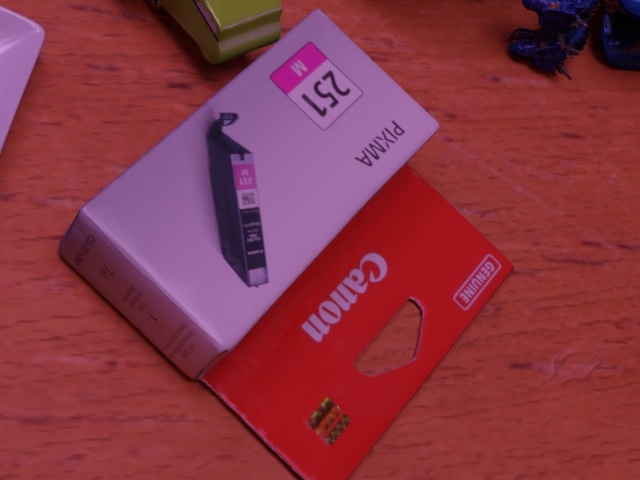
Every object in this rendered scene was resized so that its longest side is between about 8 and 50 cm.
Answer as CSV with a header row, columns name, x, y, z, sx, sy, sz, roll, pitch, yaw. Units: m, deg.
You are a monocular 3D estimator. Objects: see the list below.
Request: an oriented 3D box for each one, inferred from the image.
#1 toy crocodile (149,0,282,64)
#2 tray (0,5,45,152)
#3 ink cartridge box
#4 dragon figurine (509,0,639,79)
name,x,y,z,sx,sy,sz,roll,pitch,yaw
toy crocodile,-0.143,-0.273,1.013,0.115,0.105,0.340,-32,86,-38
tray,-0.271,-0.055,0.847,0.145,0.030,0.270,23,54,-15
ink cartridge box,0.000,0.000,0.952,0.239,0.060,0.275,43,51,1
dragon figurine,0.283,-0.200,1.209,0.289,0.085,0.144,6,62,-22
